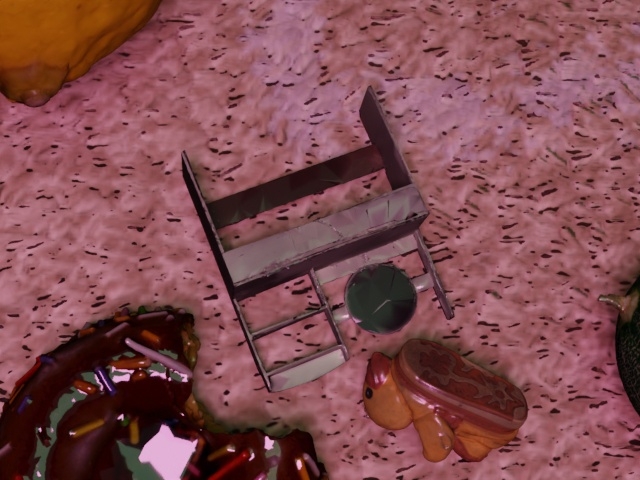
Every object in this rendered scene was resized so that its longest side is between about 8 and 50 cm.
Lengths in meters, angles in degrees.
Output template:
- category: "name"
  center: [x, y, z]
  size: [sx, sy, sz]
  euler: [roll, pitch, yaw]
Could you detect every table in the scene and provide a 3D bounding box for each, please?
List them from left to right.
- category: "table"
  center: [0.000, 0.000, 0.781]
  size: [0.146, 0.062, 0.175]
  euler: [-21, 79, -11]

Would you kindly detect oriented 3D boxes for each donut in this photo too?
- category: "donut"
  center: [-0.113, 0.157, 0.715]
  size: [0.216, 0.096, 0.230]
  euler: [-30, 84, -12]

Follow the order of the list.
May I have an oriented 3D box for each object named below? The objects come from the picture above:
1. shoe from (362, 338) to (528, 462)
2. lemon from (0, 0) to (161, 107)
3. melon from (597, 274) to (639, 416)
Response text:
- category: "shoe"
  center: [0.083, 0.117, 0.762]
  size: [0.109, 0.069, 0.072]
  euler: [11, 40, -16]
- category: "lemon"
  center: [-0.205, -0.233, 0.709]
  size: [0.253, 0.253, 0.310]
  euler: [-14, 83, -10]
- category: "melon"
  center: [0.319, 0.091, 0.740]
  size: [0.287, 0.182, 0.182]
  euler: [26, 76, -3]
